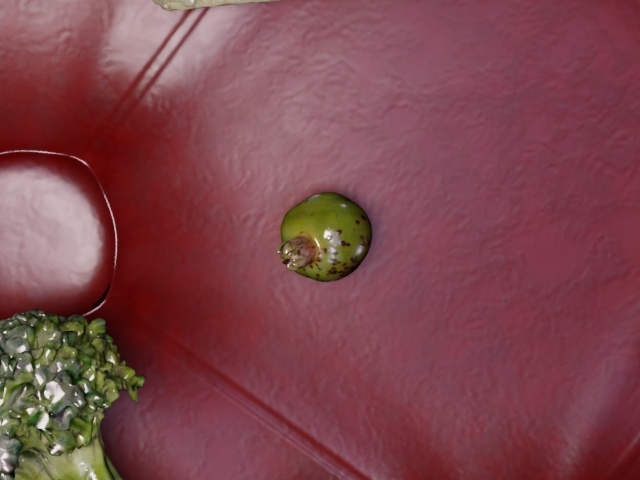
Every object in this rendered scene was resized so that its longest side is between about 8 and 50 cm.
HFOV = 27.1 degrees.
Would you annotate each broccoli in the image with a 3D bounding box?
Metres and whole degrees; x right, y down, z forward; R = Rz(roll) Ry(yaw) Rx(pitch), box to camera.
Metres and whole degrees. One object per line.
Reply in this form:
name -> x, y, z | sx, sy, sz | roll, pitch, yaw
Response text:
broccoli -> -0.205, 0.194, 0.958 | 0.199, 0.177, 0.274 | -21, 96, 17

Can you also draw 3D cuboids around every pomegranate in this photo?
pomegranate -> 0.004, 0.000, 1.006 | 0.073, 0.084, 0.073 | 1, 105, 3

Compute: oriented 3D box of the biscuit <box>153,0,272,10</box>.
biscuit -> -0.064, -0.250, 0.981 | 0.252, 0.052, 0.150 | -6, 99, -4
